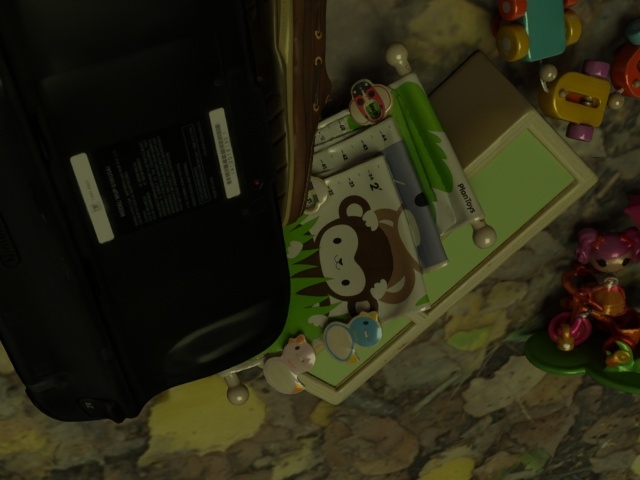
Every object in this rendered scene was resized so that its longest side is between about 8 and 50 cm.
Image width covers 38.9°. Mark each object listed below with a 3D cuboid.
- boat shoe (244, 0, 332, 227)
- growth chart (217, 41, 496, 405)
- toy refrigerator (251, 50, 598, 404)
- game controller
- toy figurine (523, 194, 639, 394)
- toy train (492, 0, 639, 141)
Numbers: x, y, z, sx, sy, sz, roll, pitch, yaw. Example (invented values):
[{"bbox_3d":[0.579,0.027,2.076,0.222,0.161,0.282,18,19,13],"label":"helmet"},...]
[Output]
[{"bbox_3d":[-0.019,-0.093,0.576,0.060,0.064,0.178,-15,116,-35],"label":"boat shoe"},{"bbox_3d":[0.000,0.000,0.625,0.237,0.172,0.021,-32,175,16],"label":"growth chart"},{"bbox_3d":[0.065,0.000,0.683,0.269,0.094,0.102,-42,131,15],"label":"toy refrigerator"},{"bbox_3d":[-0.104,-0.034,0.453,0.166,0.067,0.319,-26,135,-20],"label":"game controller"},{"bbox_3d":[0.271,0.036,0.808,0.173,0.130,0.159,-1,117,9],"label":"toy figurine"},{"bbox_3d":[0.186,-0.145,0.649,0.166,0.046,0.125,38,83,-30],"label":"toy train"}]
